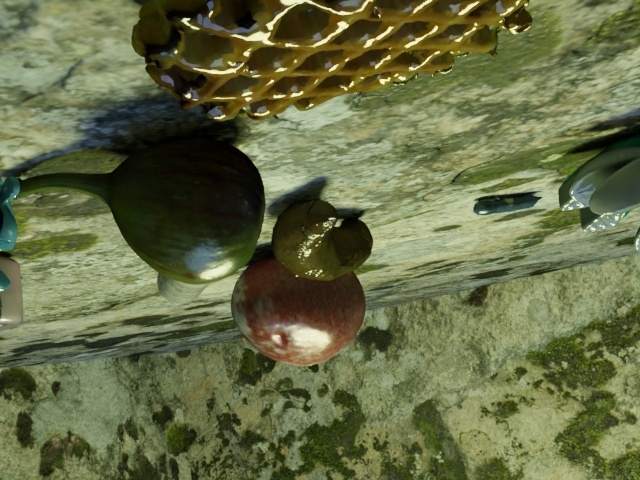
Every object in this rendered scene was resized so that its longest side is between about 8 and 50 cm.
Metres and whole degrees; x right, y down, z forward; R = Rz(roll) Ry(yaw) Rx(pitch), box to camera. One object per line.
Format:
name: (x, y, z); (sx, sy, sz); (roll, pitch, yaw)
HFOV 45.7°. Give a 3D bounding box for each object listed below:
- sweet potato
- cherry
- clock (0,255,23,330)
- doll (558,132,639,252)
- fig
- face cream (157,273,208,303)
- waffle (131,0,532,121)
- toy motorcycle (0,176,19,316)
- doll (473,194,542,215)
sweet potato: (-0.002, 0.002, 1.080); (0.124, 0.098, 0.310); (-33, 164, 9)
cherry: (-0.039, 0.121, 1.393); (0.236, 0.213, 0.285); (-39, 138, 22)
clock: (-0.592, 0.094, 0.984); (0.295, 0.113, 0.322); (-16, 167, 33)
doll: (0.409, -0.078, 0.925); (0.195, 0.153, 0.258); (19, 139, -6)
fig: (-0.172, -0.041, 0.700); (0.245, 0.149, 0.149); (10, 169, -1)
face cream: (-0.195, 0.040, 1.142); (0.082, 0.082, 0.269); (-6, 170, -19)
waffle: (0.011, -0.134, 0.471); (0.238, 0.059, 0.243); (-15, 172, 11)
toy motorcycle: (-0.320, -0.012, 0.517); (0.123, 0.182, 0.272); (20, 178, 36)
doll: (0.303, -0.060, 1.227); (0.125, 0.027, 0.037); (-9, 171, -20)
